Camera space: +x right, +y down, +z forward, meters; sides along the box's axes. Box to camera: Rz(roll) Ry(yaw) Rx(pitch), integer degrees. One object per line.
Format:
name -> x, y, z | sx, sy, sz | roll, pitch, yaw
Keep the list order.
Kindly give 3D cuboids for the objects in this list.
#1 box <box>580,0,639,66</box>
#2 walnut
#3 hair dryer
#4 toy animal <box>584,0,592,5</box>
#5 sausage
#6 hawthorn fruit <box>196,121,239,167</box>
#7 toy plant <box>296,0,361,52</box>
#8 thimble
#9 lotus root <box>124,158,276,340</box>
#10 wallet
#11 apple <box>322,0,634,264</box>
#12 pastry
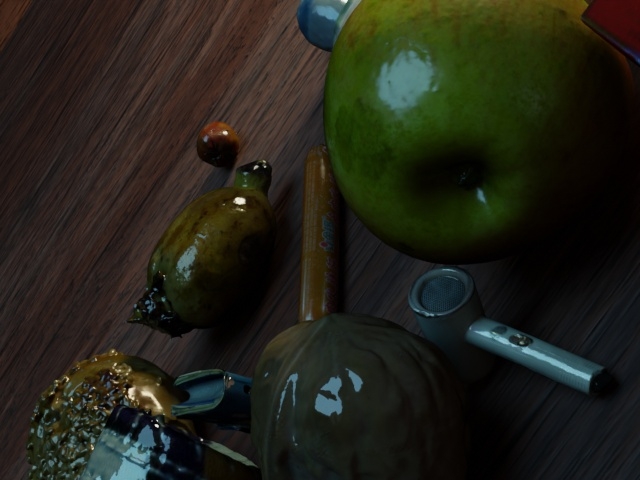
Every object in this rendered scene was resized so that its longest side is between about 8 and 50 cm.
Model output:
box -> 0.398, -0.136, 1.251 | 0.089, 0.197, 0.313 | -53, 32, 12
walnut -> 0.042, 0.203, 1.446 | 0.273, 0.226, 0.273 | 170, 90, -83
hair dryer -> 0.210, 0.115, 1.436 | 0.236, 0.131, 0.073 | 18, 58, 38
toy animal -> 0.288, -0.332, 1.598 | 0.197, 0.171, 0.171 | -11, 46, 3
sausage -> 0.000, 0.000, 1.856 | 0.053, 0.053, 0.348 | -33, 41, 38
hawthorn fruit -> -0.167, -0.157, 2.206 | 0.077, 0.077, 0.077 | -35, 40, 36
toy plant -> 0.100, -0.289, 1.805 | 0.247, 0.247, 0.332 | -51, 26, 17
thimble -> -0.188, 0.312, 1.735 | 0.237, 0.237, 0.150 | 14, 74, 58
lotus root -> -0.154, 0.020, 1.981 | 0.314, 0.141, 0.169 | -56, 34, -8
wallet -> -0.070, 0.206, 1.657 | 0.141, 0.202, 0.059 | -15, 65, 52
apple -> 0.164, -0.139, 1.450 | 0.339, 0.339, 0.340 | -35, 40, 36
pastry -> -0.317, 0.297, 1.956 | 0.285, 0.184, 0.315 | -58, 32, 8
